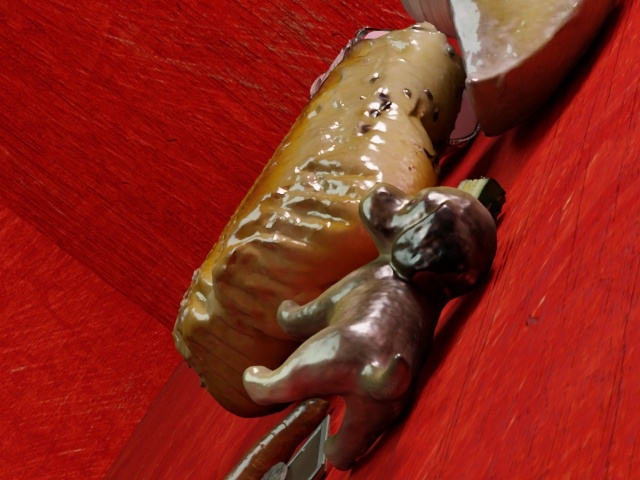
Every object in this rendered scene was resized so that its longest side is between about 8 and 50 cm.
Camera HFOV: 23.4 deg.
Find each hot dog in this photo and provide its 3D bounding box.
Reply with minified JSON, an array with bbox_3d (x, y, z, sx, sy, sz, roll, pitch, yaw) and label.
[{"bbox_3d":[0.000,0.000,1.561,0.367,0.196,0.365,-57,-1,33],"label":"hot dog"}]

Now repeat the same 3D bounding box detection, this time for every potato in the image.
[{"bbox_3d":[0.228,-0.213,1.504,0.189,0.211,0.264,-16,53,10],"label":"potato"}]

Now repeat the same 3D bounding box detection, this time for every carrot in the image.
[{"bbox_3d":[-0.059,0.215,1.405,0.191,0.047,0.047,-49,4,-4],"label":"carrot"}]

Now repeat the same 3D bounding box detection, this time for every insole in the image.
[{"bbox_3d":[-0.048,0.222,1.284,0.065,0.006,0.193,-52,5,2],"label":"insole"}]

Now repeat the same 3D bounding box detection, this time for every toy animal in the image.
[{"bbox_3d":[0.042,0.056,1.157,0.168,0.121,0.233,-35,17,39],"label":"toy animal"}]

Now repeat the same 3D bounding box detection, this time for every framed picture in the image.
[{"bbox_3d":[-0.047,0.236,1.294,0.183,0.011,0.142,-52,5,8],"label":"framed picture"}]

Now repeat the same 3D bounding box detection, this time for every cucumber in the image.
[{"bbox_3d":[0.117,-0.001,1.298,0.107,0.035,0.067,-59,16,-11],"label":"cucumber"}]

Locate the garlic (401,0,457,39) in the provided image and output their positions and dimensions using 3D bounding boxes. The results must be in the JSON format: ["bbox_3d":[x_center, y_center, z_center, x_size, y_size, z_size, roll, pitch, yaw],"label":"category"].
[{"bbox_3d":[0.209,-0.277,1.809,0.245,0.245,0.253,-58,-32,-49],"label":"garlic"}]

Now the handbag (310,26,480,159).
[{"bbox_3d":[0.090,-0.160,1.856,0.179,0.205,0.116,-10,-30,-44],"label":"handbag"}]
